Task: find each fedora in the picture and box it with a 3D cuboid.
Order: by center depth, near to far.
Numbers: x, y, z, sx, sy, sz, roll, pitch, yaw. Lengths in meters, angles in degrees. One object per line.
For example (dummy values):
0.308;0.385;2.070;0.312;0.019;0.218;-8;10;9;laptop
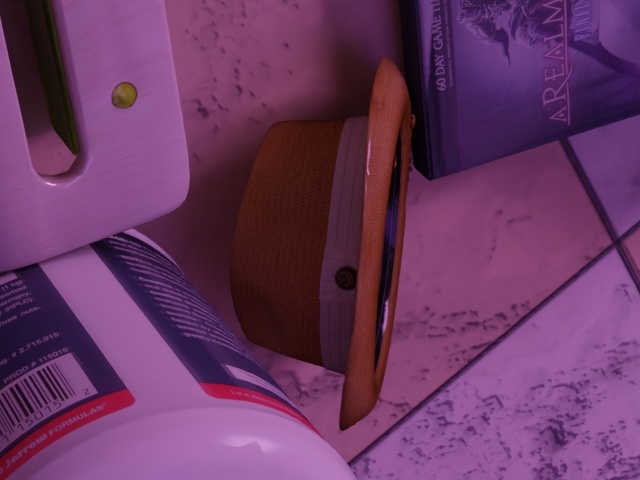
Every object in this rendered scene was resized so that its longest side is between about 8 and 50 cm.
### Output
0.000;0.000;0.848;0.079;0.194;0.194;6;117;7;fedora

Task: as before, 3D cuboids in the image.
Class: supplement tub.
-0.113;0.100;0.738;0.191;0.272;0.191;-13;121;-23;supplement tub

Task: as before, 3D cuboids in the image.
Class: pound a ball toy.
-0.138;-0.137;0.638;0.135;0.208;0.319;-20;124;-20;pound a ball toy

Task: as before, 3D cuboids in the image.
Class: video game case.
0.169;-0.158;0.896;0.274;0.026;0.196;-18;123;-18;video game case
